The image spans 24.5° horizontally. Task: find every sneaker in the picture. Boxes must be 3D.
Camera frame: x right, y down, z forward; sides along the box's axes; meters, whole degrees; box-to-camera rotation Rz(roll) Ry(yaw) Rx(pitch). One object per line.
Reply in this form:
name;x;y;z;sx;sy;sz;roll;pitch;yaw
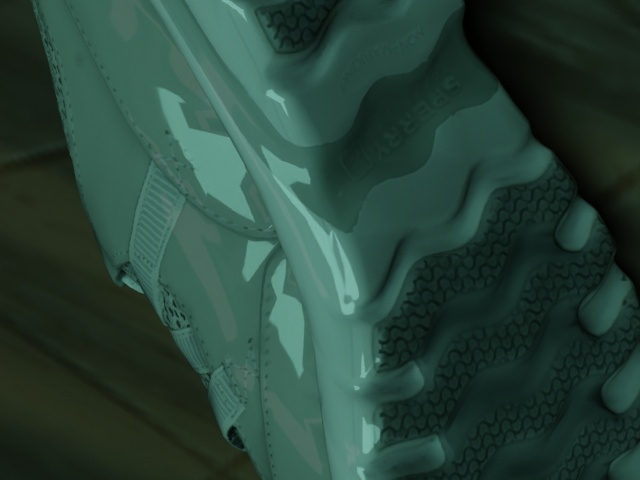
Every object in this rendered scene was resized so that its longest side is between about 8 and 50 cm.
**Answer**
sneaker;0.000;0.000;0.390;0.115;0.105;0.281;-13;98;52
